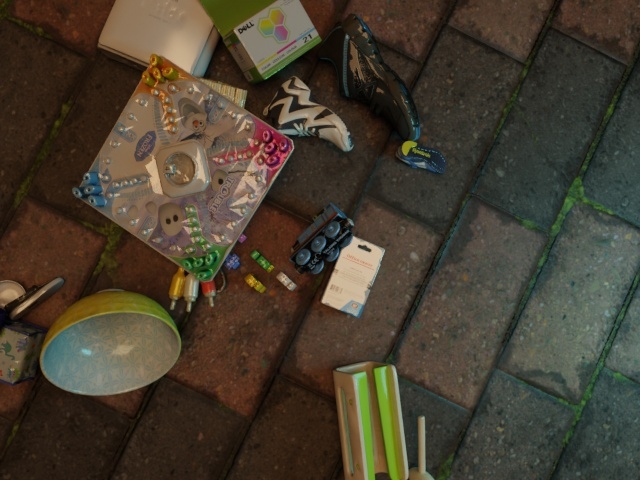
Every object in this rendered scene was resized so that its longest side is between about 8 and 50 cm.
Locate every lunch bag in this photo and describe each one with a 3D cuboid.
[{"bbox_3d":[-0.734,0.250,1.216,0.151,0.096,0.129,16,87,7],"label":"lunch bag"}]

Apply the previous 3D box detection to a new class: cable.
[{"bbox_3d":[-0.300,0.026,1.265,0.139,0.072,0.287,-3,87,-9],"label":"cable"}]

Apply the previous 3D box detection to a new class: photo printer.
[{"bbox_3d":[-0.360,-0.550,1.268,0.256,0.107,0.308,23,86,-3],"label":"photo printer"}]

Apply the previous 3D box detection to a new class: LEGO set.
[{"bbox_3d":[-0.165,0.064,1.260,0.227,0.093,0.087,43,86,-1],"label":"LEGO set"}]

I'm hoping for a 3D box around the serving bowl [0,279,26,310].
[{"bbox_3d":[-0.750,0.136,1.249,0.083,0.027,0.083,0,90,-26],"label":"serving bowl"}]

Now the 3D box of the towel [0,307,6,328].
[{"bbox_3d":[-0.857,0.254,1.178,0.227,0.076,0.308,23,88,26],"label":"towel"}]

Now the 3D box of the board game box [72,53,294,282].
[{"bbox_3d":[-0.321,-0.163,1.194,0.390,0.050,0.390,33,96,4],"label":"board game box"}]

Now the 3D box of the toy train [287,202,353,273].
[{"bbox_3d":[0.000,0.000,1.264,0.184,0.105,0.080,-43,131,13],"label":"toy train"}]

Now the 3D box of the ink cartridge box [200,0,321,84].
[{"bbox_3d":[-0.149,-0.530,1.227,0.188,0.097,0.255,-40,113,-17],"label":"ink cartridge box"}]

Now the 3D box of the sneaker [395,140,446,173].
[{"bbox_3d":[0.254,-0.208,1.320,0.144,0.059,0.053,21,74,-21],"label":"sneaker"}]

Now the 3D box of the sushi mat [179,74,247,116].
[{"bbox_3d":[-0.271,-0.224,1.256,0.151,0.019,0.317,7,97,-22],"label":"sushi mat"}]

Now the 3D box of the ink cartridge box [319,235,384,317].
[{"bbox_3d":[0.078,0.087,1.289,0.104,0.060,0.180,23,86,-2],"label":"ink cartridge box"}]

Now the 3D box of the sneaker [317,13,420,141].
[{"bbox_3d":[0.128,-0.382,1.303,0.139,0.125,0.341,-32,91,21],"label":"sneaker"}]

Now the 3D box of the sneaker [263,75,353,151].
[{"bbox_3d":[-0.043,-0.272,1.283,0.153,0.094,0.235,-43,90,-3],"label":"sneaker"}]

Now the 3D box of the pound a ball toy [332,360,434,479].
[{"bbox_3d":[0.145,0.456,1.260,0.208,0.135,0.319,-6,88,-29],"label":"pound a ball toy"}]

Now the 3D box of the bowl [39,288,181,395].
[{"bbox_3d":[-0.473,0.204,1.189,0.289,0.290,0.156,-22,46,-4],"label":"bowl"}]

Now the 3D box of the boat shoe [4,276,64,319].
[{"bbox_3d":[-0.681,0.129,1.240,0.142,0.049,0.040,-41,84,-20],"label":"boat shoe"}]
